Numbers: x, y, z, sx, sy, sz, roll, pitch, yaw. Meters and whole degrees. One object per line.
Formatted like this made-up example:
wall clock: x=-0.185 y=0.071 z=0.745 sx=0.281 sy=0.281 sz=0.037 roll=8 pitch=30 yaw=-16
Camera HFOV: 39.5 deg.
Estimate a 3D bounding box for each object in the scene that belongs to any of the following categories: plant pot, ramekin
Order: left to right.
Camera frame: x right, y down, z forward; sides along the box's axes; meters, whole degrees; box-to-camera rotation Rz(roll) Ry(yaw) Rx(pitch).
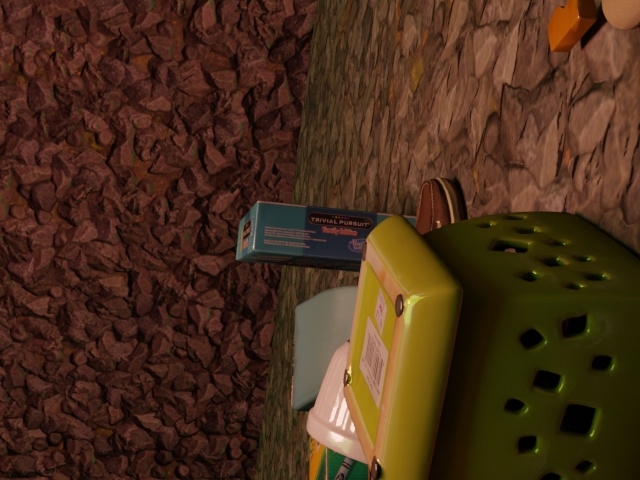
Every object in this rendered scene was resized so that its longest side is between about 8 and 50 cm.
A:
plant pot: x=0.073 y=0.150 z=1.286 sx=0.234 sy=0.165 sz=0.166 roll=133 pitch=141 yaw=-63
ramekin: x=0.096 y=0.184 z=0.999 sx=0.207 sy=0.207 sz=0.109 roll=-160 pitch=84 yaw=-80
plant pot: x=0.138 y=0.102 z=0.752 sx=0.228 sy=0.207 sz=0.227 roll=-116 pitch=32 yaw=-70

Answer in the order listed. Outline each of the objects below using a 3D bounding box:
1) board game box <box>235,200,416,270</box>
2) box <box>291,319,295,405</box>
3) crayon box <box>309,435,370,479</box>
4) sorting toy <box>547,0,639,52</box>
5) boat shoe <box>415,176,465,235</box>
board game box: x=0.000 y=0.000 z=1.482 sx=0.336 sy=0.253 sz=0.079 roll=160 pitch=115 yaw=-79
box: x=0.035 y=0.189 z=1.523 sx=0.233 sy=0.044 sz=0.159 roll=-27 pitch=55 yaw=48
crayon box: x=0.034 y=0.321 z=1.638 sx=0.165 sy=0.081 sz=0.279 roll=117 pitch=156 yaw=-66
sorting toy: x=0.263 y=-0.297 z=0.732 sx=0.307 sy=0.041 sz=0.229 roll=121 pitch=148 yaw=-69
boat shoe: x=0.133 y=0.032 z=1.149 sx=0.095 sy=0.095 sz=0.258 roll=113 pitch=160 yaw=-62
